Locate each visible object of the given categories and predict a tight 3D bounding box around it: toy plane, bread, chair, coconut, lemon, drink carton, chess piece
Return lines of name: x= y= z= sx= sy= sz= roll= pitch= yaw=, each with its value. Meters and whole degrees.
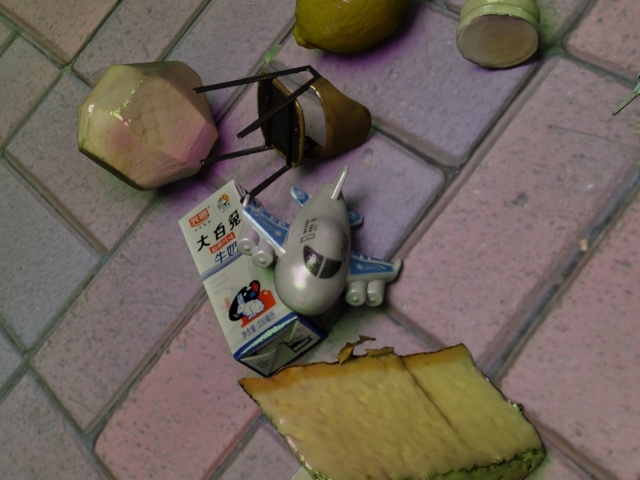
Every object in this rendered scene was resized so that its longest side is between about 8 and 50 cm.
toy plane: x=-0.002 y=0.004 z=1.317 sx=0.123 sy=0.266 sz=0.267 roll=-59 pitch=40 yaw=45
bread: x=0.105 y=0.222 z=1.091 sx=0.279 sy=0.315 sz=0.248 roll=-36 pitch=55 yaw=-2
chair: x=-0.063 y=-0.191 z=1.432 sx=0.246 sy=0.159 sz=0.172 roll=-29 pitch=54 yaw=-27
coconut: x=-0.314 y=-0.224 z=1.576 sx=0.259 sy=0.259 sz=0.259 roll=-13 pitch=62 yaw=24
lemon: x=0.052 y=-0.421 z=1.497 sx=0.248 sy=0.184 sz=0.184 roll=-26 pitch=57 yaw=18
drink carton: x=-0.118 y=0.058 z=1.412 sx=0.130 sy=0.106 sz=0.315 roll=-35 pitch=53 yaw=9
chess piece: x=0.298 y=-0.414 z=1.401 sx=0.133 sy=0.133 sz=0.243 roll=-5 pitch=58 yaw=27

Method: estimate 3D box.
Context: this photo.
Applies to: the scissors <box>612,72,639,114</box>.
scissors: x=0.465 y=-0.216 z=1.271 sx=0.083 sy=0.006 sz=0.036 roll=-45 pitch=55 yaw=3

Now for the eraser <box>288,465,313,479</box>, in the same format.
eraser: x=-0.039 y=0.416 z=1.243 sx=0.150 sy=0.023 sz=0.104 roll=-49 pitch=53 yaw=1
